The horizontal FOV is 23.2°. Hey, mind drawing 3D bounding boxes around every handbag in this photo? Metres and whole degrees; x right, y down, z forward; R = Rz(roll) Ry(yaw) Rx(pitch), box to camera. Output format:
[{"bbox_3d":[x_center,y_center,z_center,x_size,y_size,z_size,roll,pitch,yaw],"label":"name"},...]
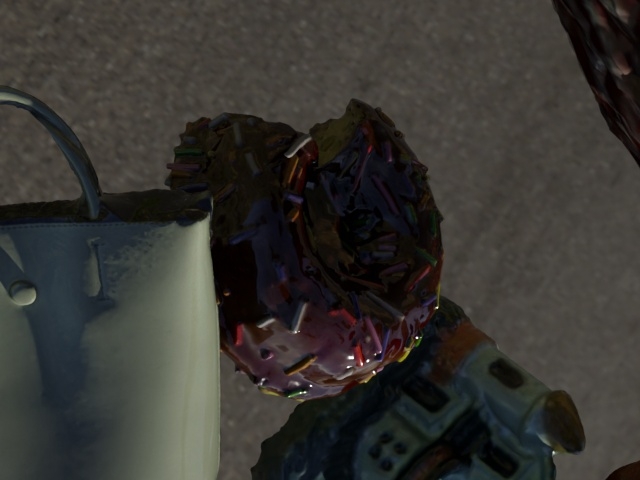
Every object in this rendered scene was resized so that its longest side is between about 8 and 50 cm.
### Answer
[{"bbox_3d":[-0.179,0.057,0.969,0.241,0.109,0.315,-5,124,-3],"label":"handbag"}]

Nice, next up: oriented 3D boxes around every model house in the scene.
[{"bbox_3d":[0.125,0.219,1.330,0.253,0.291,0.184,-43,150,-24],"label":"model house"}]

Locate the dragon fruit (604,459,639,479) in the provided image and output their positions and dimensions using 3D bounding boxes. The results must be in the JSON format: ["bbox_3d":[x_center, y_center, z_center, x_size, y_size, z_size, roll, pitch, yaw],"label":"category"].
[{"bbox_3d":[0.336,0.254,1.218,0.268,0.295,0.130,-62,-178,46],"label":"dragon fruit"}]

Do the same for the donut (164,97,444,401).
[{"bbox_3d":[0.000,0.000,1.087,0.230,0.096,0.216,11,67,-48],"label":"donut"}]

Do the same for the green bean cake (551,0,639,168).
[{"bbox_3d":[0.150,-0.029,0.387,0.097,0.233,0.198,-38,132,-3],"label":"green bean cake"}]
